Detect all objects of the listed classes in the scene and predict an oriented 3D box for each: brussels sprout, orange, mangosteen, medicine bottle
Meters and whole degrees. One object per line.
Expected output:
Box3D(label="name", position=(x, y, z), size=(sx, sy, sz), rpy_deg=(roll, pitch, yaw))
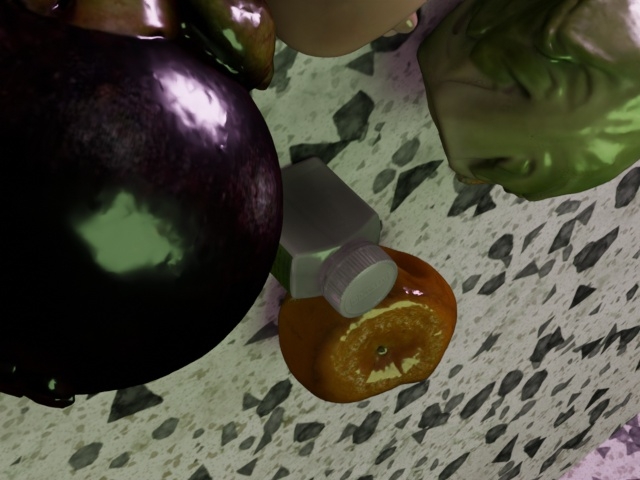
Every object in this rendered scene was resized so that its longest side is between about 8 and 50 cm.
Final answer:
Box3D(label="brussels sprout", position=(0.280, -0.208, 1.410), size=(0.328, 0.328, 0.247), rpy_deg=(-34, 123, -16))
Box3D(label="orange", position=(0.055, 0.111, 1.622), size=(0.249, 0.183, 0.249), rpy_deg=(-13, 130, -16))
Box3D(label="mangosteen", position=(-0.201, -0.088, 0.965), size=(0.382, 0.382, 0.435), rpy_deg=(41, 58, -59))
Box3D(label="medicine bottle", position=(0.000, 0.000, 1.413), size=(0.132, 0.188, 0.088), rpy_deg=(-27, 144, -26))

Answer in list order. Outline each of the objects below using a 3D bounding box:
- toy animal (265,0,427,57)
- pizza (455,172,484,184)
Box3D(label="toy animal", position=(-0.016, -0.304, 1.027), size=(0.237, 0.269, 0.326), rpy_deg=(-44, 117, -3))
Box3D(label="pizza", position=(0.271, -0.146, 1.689), size=(0.182, 0.062, 0.161), rpy_deg=(-26, 151, -19))
